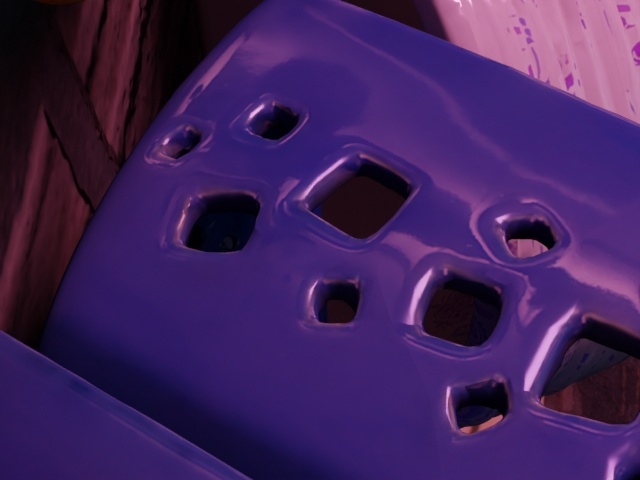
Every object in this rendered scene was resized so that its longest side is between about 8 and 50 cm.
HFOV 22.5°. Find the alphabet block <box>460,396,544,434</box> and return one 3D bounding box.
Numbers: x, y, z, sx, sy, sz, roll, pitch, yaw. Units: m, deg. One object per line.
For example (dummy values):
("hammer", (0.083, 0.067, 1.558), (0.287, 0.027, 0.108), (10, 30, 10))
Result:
("alphabet block", (0.074, 0.060, 1.180), (0.193, 0.192, 0.197), (34, 60, -79))

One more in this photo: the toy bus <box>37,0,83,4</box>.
("toy bus", (-0.040, -0.160, 0.332), (0.332, 0.108, 0.130), (-61, 170, -46))

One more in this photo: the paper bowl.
("paper bowl", (0.061, -0.073, 0.695), (0.284, 0.148, 0.284), (53, -26, 39))

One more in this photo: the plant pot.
("plant pot", (0.019, 0.095, 0.504), (0.212, 0.236, 0.236), (-41, 145, -36))
